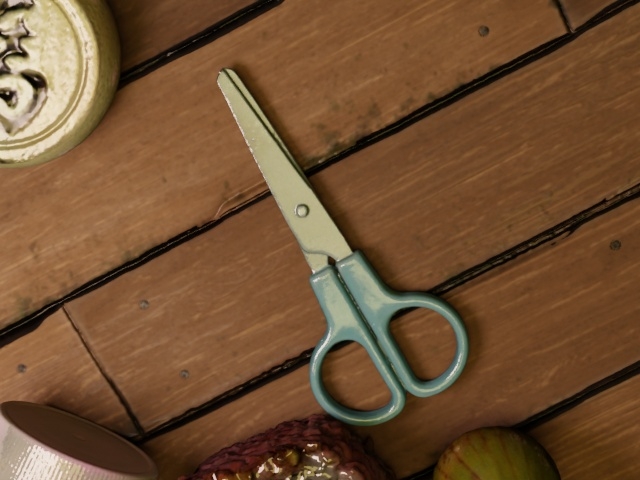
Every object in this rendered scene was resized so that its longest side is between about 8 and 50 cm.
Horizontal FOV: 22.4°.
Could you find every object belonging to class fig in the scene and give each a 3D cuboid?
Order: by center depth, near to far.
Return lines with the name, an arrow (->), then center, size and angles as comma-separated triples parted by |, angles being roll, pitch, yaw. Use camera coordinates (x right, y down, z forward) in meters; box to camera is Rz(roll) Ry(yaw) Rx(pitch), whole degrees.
fig -> 0.202, 0.291, 1.776 | 0.151, 0.259, 0.151 | 0, 96, -2

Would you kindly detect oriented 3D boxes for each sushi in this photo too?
sushi -> -0.042, 0.329, 1.842 | 0.270, 0.171, 0.236 | -22, 101, 10

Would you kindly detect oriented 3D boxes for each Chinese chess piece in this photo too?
Chinese chess piece -> -0.342, -0.202, 1.768 | 0.250, 0.101, 0.250 | 1, 104, 3

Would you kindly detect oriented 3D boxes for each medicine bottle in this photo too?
medicine bottle -> -0.331, 0.356, 1.823 | 0.241, 0.241, 0.302 | 25, 94, -3

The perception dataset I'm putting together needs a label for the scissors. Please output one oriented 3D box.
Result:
scissors -> 0.000, 0.000, 1.833 | 0.193, 0.029, 0.447 | -28, 100, 9
